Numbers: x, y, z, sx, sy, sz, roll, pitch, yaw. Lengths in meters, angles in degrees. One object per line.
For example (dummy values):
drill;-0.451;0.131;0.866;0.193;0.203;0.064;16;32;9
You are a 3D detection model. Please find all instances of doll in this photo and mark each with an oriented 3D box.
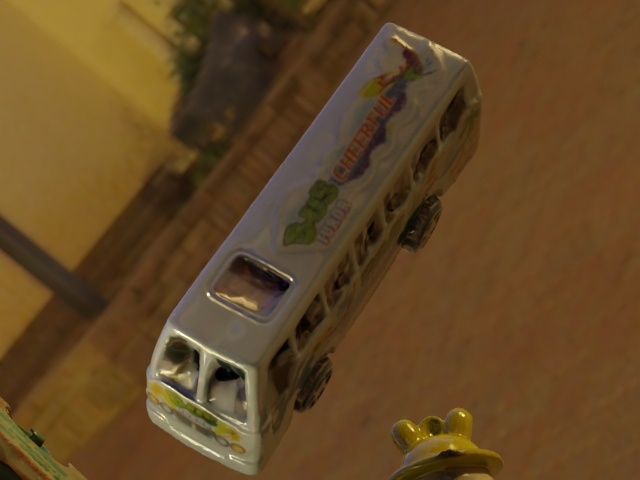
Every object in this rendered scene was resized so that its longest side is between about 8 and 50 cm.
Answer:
doll;0.109;0.243;1.363;0.135;0.241;0.099;-23;-22;27

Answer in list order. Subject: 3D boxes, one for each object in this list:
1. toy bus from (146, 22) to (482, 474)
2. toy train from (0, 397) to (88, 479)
toy bus;0.000;0.000;1.291;0.329;0.109;0.136;-55;-15;-27
toy train;-0.148;0.156;0.960;0.072;0.188;0.099;-47;1;1
